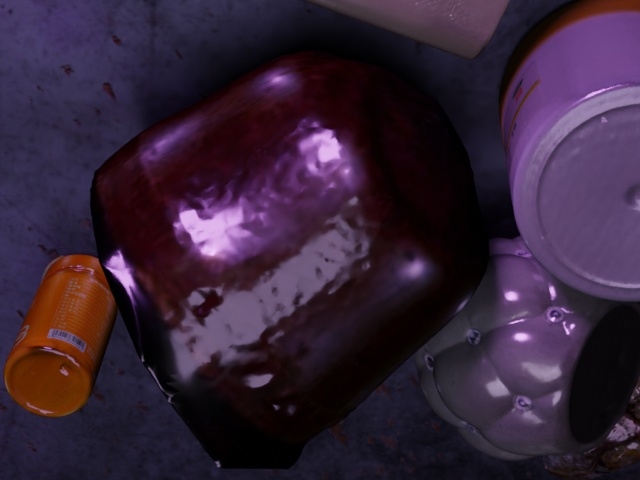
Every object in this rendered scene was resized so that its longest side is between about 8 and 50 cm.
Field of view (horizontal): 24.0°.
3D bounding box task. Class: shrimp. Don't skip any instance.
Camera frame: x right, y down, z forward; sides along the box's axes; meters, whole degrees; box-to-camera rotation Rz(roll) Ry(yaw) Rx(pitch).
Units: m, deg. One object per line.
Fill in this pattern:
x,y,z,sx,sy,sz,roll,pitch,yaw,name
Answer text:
0.386,0.159,1.675,0.343,0.116,0.145,-39,134,19,shrimp

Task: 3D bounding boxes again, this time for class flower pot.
0.218,0.111,1.588,0.195,0.246,0.246,18,126,35,flower pot

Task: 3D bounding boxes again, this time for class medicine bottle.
-0.277,0.101,1.639,0.096,0.192,0.096,2,121,3,medicine bottle
0.297,-0.093,1.470,0.238,0.232,0.237,2,120,4,medicine bottle

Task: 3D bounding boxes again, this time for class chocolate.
0.000,0.000,1.486,0.331,0.383,0.383,-27,115,10,chocolate

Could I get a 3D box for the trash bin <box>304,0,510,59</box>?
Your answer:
0.079,-0.315,1.429,0.247,0.121,0.243,19,119,-11,trash bin
